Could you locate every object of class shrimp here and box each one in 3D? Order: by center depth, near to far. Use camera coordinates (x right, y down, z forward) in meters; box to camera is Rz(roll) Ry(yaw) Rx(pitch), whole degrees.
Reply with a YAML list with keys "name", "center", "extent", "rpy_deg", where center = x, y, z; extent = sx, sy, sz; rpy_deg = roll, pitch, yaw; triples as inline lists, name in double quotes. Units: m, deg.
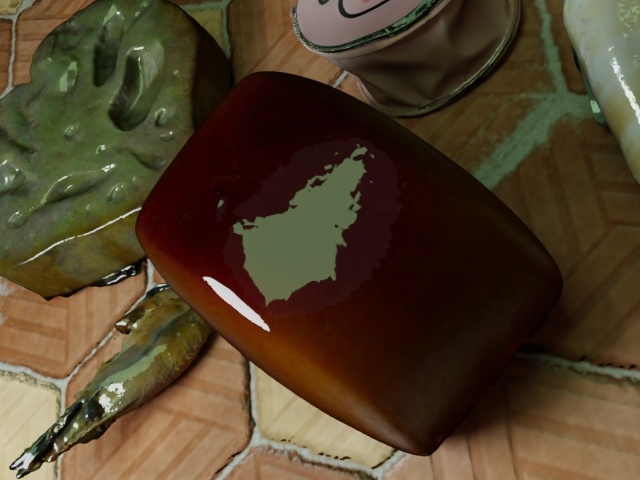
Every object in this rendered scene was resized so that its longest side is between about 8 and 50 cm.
- name: "shrimp"
  center: [-0.213, 0.146, 1.112]
  extent: [0.262, 0.066, 0.117]
  rpy_deg: [-39, 31, -9]

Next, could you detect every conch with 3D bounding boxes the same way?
- name: "conch"
  center: [0.274, -0.140, 0.883]
  extent: [0.127, 0.158, 0.255]
  rpy_deg: [176, 96, -67]

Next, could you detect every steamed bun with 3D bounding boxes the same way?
- name: "steamed bun"
  center: [0.000, 0.000, 0.919]
  extent: [0.235, 0.248, 0.379]
  rpy_deg: [-52, 46, -3]

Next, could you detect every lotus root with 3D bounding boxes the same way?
- name: "lotus root"
  center: [-0.260, -0.114, 1.276]
  extent: [0.375, 0.111, 0.390]
  rpy_deg: [24, 78, 37]

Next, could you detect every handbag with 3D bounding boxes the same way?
- name: "handbag"
  center: [0.087, -0.232, 1.084]
  extent: [0.205, 0.116, 0.179]
  rpy_deg: [-30, 49, 19]

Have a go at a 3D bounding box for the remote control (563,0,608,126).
- name: "remote control"
  center: [0.265, -0.179, 0.982]
  extent: [0.065, 0.029, 0.166]
  rpy_deg: [-17, 55, 19]
